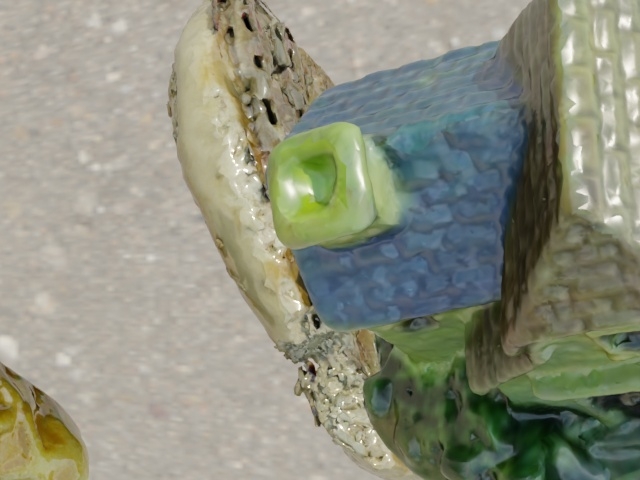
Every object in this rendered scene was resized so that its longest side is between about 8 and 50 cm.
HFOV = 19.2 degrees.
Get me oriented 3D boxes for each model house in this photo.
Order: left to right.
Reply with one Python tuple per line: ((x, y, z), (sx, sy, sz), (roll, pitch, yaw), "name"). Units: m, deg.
((0.081, 0.008, 0.752), (0.189, 0.214, 0.195), (38, 50, -55), "model house")

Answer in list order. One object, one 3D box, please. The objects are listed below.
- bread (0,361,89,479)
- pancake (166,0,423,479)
((-0.239, 0.092, 1.131), (0.269, 0.098, 0.087), (43, 45, -41), "bread")
((0.001, 0.000, 1.271), (0.071, 0.382, 0.382), (-24, 106, 12), "pancake")
